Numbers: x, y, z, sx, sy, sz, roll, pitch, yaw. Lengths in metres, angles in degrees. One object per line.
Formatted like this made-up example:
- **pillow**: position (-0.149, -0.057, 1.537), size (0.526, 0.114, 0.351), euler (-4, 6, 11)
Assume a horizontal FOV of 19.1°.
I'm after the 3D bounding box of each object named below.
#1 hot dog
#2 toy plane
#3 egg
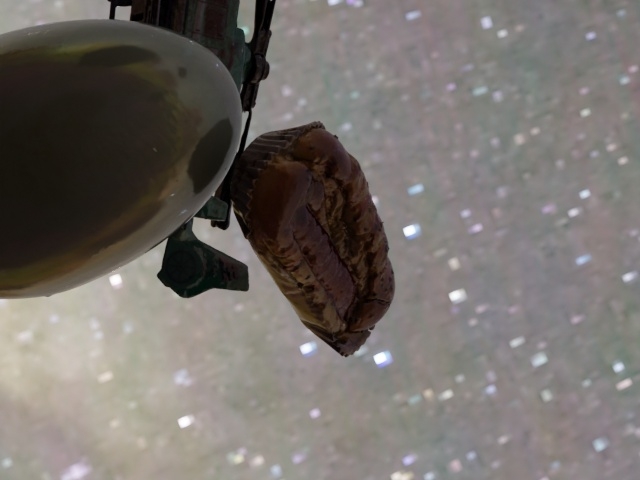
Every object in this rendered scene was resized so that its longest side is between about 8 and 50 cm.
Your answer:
- **hot dog**: position (0.000, 0.000, 1.621), size (0.069, 0.131, 0.253), euler (19, -28, 35)
- **toy plane**: position (-0.116, -0.137, 1.781), size (0.106, 0.155, 0.382), euler (1, -95, 59)
- **egg**: position (-0.231, -0.072, 1.643), size (0.371, 0.230, 0.230), euler (-16, -86, 27)
